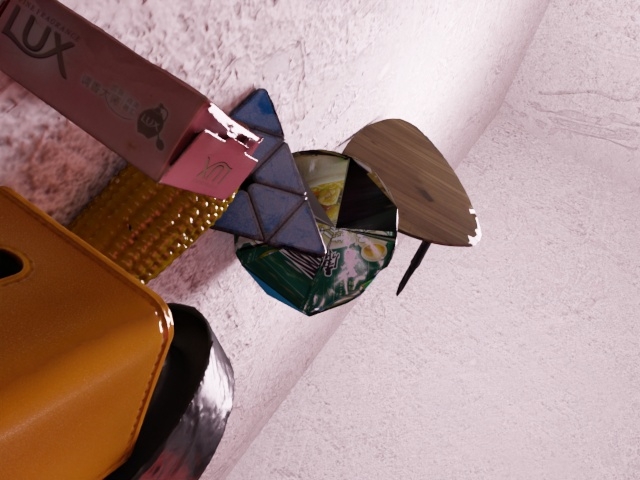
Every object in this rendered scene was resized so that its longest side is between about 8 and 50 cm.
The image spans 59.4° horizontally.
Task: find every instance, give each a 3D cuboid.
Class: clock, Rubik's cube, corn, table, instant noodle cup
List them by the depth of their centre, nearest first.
[{"bbox_3d":[-0.205,0.172,0.508,0.281,0.280,0.056,-47,122,-30],"label":"clock"},{"bbox_3d":[-0.162,-0.022,0.520,0.262,0.097,0.097,-47,164,-17],"label":"corn"},{"bbox_3d":[-0.104,-0.093,0.631,0.190,0.211,0.178,10,92,-49],"label":"Rubik's cube"},{"bbox_3d":[0.000,0.000,0.856,0.240,0.240,0.178,-53,169,-9],"label":"instant noodle cup"},{"bbox_3d":[0.118,-0.061,1.155,0.317,0.317,0.249,-42,173,-44],"label":"table"}]

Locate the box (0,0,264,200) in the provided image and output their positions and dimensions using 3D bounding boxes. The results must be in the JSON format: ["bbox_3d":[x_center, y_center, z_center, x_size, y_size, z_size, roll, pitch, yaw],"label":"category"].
[{"bbox_3d":[-0.122,-0.091,0.367,0.060,0.156,0.111,-58,169,3],"label":"box"}]

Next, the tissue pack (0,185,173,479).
[{"bbox_3d":[-0.244,0.083,0.285,0.274,0.194,0.145,-28,145,-64],"label":"tissue pack"}]
